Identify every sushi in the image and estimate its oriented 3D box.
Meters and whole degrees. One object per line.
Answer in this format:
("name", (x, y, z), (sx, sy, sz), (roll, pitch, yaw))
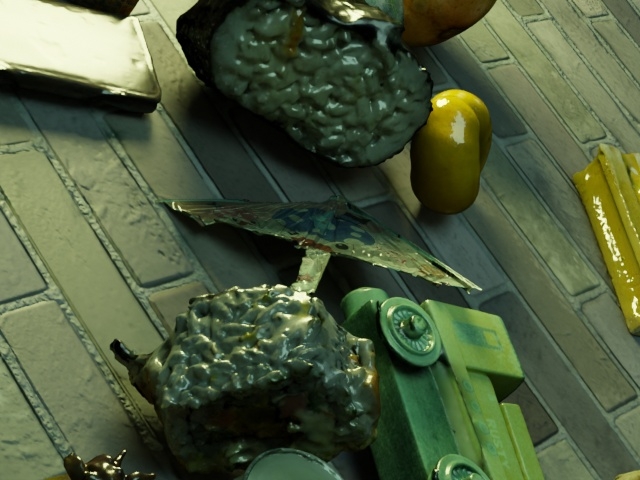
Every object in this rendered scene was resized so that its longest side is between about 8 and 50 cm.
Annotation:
("sushi", (-0.076, 0.150, 1.469), (0.274, 0.184, 0.139), (-12, 45, 7))
("sushi", (-0.018, -0.237, 1.890), (0.350, 0.211, 0.171), (20, 18, -25))

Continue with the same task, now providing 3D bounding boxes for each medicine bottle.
("medicine bottle", (-0.047, 0.296, 1.418), (0.147, 0.143, 0.147), (24, 41, -23))

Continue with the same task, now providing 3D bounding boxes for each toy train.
("toy train", (0.146, 0.231, 1.644), (0.253, 0.160, 0.397), (15, 45, -39))

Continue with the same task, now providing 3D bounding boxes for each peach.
("peach", (0.181, -0.125, 1.993), (0.103, 0.179, 0.179), (5, 39, 13))

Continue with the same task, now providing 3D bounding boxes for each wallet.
("wallet", (-0.340, -0.239, 1.747), (0.310, 0.042, 0.165), (8, 48, -38))

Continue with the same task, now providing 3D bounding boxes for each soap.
("soap", (0.520, 0.010, 2.218), (0.199, 0.091, 0.315), (13, 46, -33))

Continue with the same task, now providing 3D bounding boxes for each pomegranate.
("pomegranate", (0.155, -0.421, 2.177), (0.260, 0.260, 0.260), (23, 42, -23))

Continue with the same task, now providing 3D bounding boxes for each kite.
("kite", (0.000, 0.001, 1.748), (0.406, 0.014, 0.368), (15, 20, 3))

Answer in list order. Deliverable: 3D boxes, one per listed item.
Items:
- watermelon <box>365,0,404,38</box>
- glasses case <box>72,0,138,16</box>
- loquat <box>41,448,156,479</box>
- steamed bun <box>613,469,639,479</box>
("watermelon", (-0.007, -0.338, 2.019), (0.322, 0.175, 0.188), (30, 39, -14))
("glasses case", (-0.334, -0.355, 1.834), (0.218, 0.075, 0.049), (22, 45, -24))
("loquat", (-0.192, 0.300, 1.219), (0.244, 0.244, 0.244), (23, 42, -23))
("steamed bun", (0.452, 0.374, 1.797), (0.172, 0.141, 0.155), (16, 59, -25))
